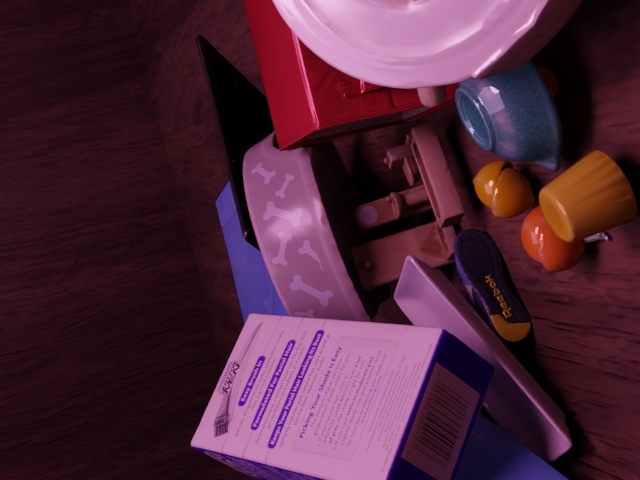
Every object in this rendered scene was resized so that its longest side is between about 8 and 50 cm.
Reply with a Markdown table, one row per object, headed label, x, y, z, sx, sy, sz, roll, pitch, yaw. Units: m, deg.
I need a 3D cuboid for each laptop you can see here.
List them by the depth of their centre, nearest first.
| label | x | y | z | sx | sy | sz | roll | pitch | yaw |
| --- | --- | --- | --- | --- | --- | --- | --- | --- | --- |
| laptop | -0.146 | -0.042 | 1.693 | 0.408 | 0.236 | 0.382 | 39 | -151 | -55 |

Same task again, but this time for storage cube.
| label | x | y | z | sx | sy | sz | roll | pitch | yaw |
| --- | --- | --- | --- | --- | --- | --- | --- | --- | --- |
| storage cube | 0.035 | -0.225 | 1.197 | 0.215 | 0.184 | 0.193 | 168 | 89 | -75 |

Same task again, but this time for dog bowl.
| label | x | y | z | sx | sy | sz | roll | pitch | yaw |
| --- | --- | --- | --- | --- | --- | --- | --- | --- | --- |
| dog bowl | 0.000 | 0.000 | 1.421 | 0.349 | 0.102 | 0.348 | -21 | -90 | -79 |

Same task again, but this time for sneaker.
| label | x | y | z | sx | sy | sz | roll | pitch | yaw |
| --- | --- | --- | --- | --- | --- | --- | --- | --- | --- |
| sneaker | 0.187 | 0.056 | 1.181 | 0.059 | 0.053 | 0.144 | 108 | 145 | -67 |

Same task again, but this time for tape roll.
| label | x | y | z | sx | sy | sz | roll | pitch | yaw |
| --- | --- | --- | --- | --- | --- | --- | --- | --- | --- |
| tape roll | 0.086 | -0.267 | 0.838 | 0.286 | 0.100 | 0.286 | 8 | 107 | 28 |

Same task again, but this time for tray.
| label | x | y | z | sx | sy | sz | roll | pitch | yaw |
| --- | --- | --- | --- | --- | --- | --- | --- | --- | --- |
| tray | 0.184 | 0.135 | 1.174 | 0.270 | 0.030 | 0.145 | 50 | 164 | 17 |

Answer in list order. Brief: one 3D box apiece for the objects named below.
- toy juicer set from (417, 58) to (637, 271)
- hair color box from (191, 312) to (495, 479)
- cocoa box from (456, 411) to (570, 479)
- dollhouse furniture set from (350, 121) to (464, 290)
| label | x | y | z | sx | sy | sz | roll | pitch | yaw |
| --- | --- | --- | --- | --- | --- | --- | --- | --- | --- |
| toy juicer set | 0.180 | -0.119 | 0.997 | 0.329 | 0.089 | 0.209 | 59 | 173 | 21 |
| hair color box | 0.016 | 0.193 | 1.182 | 0.339 | 0.185 | 0.110 | 1 | 150 | 48 |
| cocoa box | 0.148 | 0.354 | 1.223 | 0.231 | 0.228 | 0.347 | 68 | 167 | -18 |
| dollhouse furniture set | 0.091 | -0.037 | 1.239 | 0.151 | 0.123 | 0.144 | 91 | 162 | -78 |
